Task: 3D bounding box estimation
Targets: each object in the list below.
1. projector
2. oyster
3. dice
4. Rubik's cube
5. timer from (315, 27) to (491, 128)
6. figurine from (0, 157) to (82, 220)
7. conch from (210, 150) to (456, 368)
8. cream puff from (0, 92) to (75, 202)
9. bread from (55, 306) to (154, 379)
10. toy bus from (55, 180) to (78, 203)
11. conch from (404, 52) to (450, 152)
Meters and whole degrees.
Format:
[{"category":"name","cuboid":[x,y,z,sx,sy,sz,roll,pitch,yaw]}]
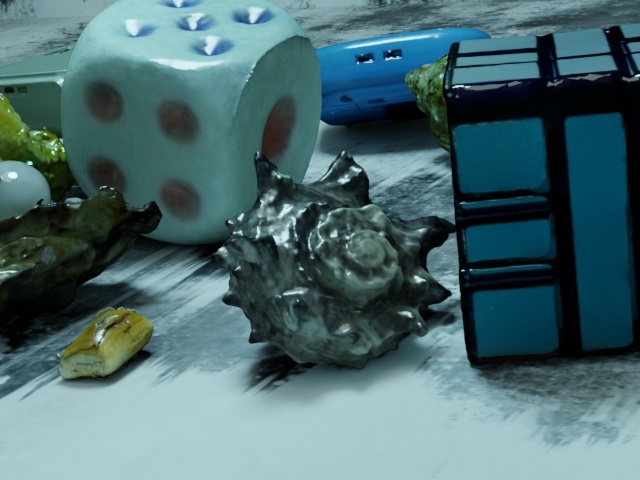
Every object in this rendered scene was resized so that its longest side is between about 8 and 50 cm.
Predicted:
[{"category":"projector","cuboid":[-0.352,-0.212,2.179,0.198,0.108,0.250,0,19,33]},{"category":"oyster","cuboid":[-0.348,0.035,1.716,0.361,0.096,0.221,-13,-27,-46]},{"category":"dice","cuboid":[-0.167,-0.168,2.010,0.262,0.268,0.264,16,35,23]},{"category":"Rubik's cube","cuboid":[0.273,-0.056,1.530,0.283,0.288,0.293,-4,19,6]},{"category":"timer","cuboid":[0.129,-0.257,2.440,0.309,0.115,0.340,-8,-3,7]},{"category":"figurine","cuboid":[-0.352,-0.036,1.878,0.093,0.147,0.197,-26,-37,31]},{"category":"conch","cuboid":[0.028,0.028,1.553,0.241,0.186,0.313,35,17,26]},{"category":"cream puff","cuboid":[-0.461,-0.082,2.010,0.282,0.185,0.282,11,-20,4]},{"category":"bread","cuboid":[-0.222,0.105,1.579,0.072,0.053,0.106,-3,22,24]},{"category":"toy bus","cuboid":[-0.273,-0.132,2.275,0.335,0.123,0.121,-2,17,14]},{"category":"conch","cuboid":[0.220,-0.202,2.240,0.124,0.181,0.187,-34,8,35]}]
